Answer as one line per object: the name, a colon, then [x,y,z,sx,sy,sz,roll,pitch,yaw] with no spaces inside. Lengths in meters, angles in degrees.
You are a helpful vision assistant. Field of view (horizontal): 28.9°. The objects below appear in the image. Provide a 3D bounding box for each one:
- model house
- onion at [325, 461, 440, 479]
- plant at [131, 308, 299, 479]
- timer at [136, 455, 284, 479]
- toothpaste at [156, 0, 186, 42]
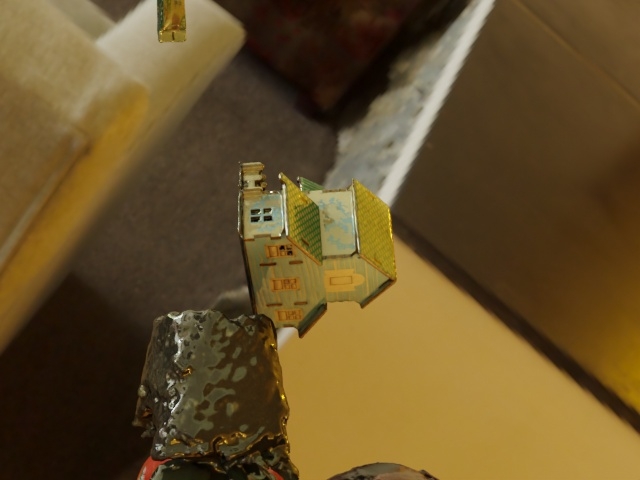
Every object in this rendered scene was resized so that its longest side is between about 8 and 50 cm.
model house: [0.000,0.000,1.728,0.206,0.271,0.178,-3,51,3]
onion: [0.097,0.380,1.533,0.272,0.195,0.272,7,50,-8]
plant: [-0.144,0.231,1.643,0.199,0.188,0.276,5,76,-24]
timer: [-0.175,0.520,2.158,0.279,0.378,0.378,0,47,-30]
toothpaste: [-0.193,-0.354,1.574,0.031,0.204,0.049,6,12,40]
